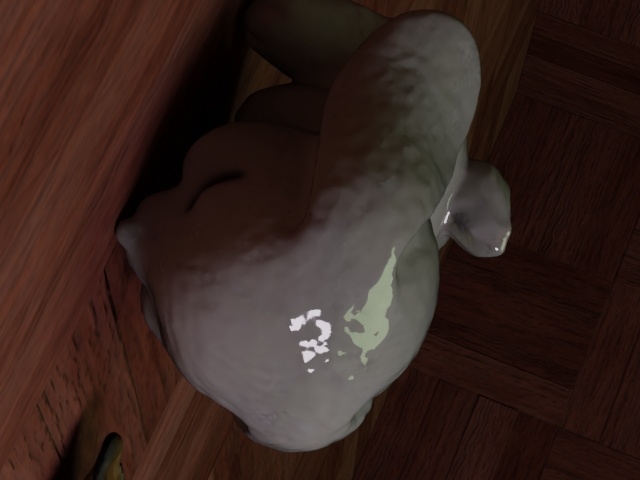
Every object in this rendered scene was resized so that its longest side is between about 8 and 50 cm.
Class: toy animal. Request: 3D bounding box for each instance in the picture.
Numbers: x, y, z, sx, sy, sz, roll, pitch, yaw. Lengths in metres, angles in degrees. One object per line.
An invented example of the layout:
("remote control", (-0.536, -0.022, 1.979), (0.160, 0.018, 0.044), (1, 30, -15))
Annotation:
("toy animal", (0.000, 0.000, 0.987), (0.265, 0.206, 0.271), (-60, 171, -66))

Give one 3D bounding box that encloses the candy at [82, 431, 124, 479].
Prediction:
("candy", (-0.158, 0.251, 0.987), (0.143, 0.101, 0.271), (93, 14, -50))
